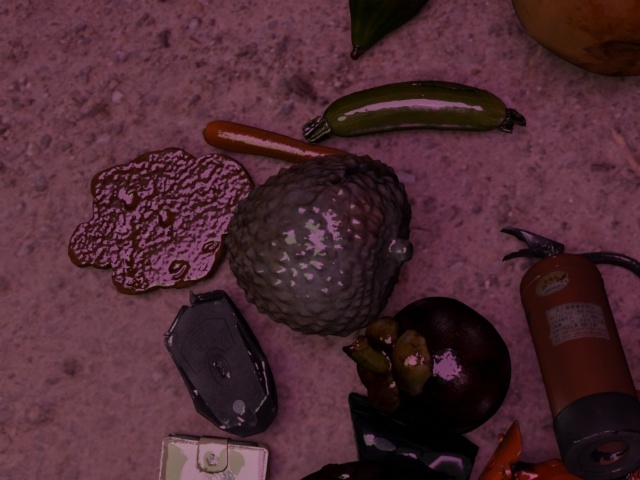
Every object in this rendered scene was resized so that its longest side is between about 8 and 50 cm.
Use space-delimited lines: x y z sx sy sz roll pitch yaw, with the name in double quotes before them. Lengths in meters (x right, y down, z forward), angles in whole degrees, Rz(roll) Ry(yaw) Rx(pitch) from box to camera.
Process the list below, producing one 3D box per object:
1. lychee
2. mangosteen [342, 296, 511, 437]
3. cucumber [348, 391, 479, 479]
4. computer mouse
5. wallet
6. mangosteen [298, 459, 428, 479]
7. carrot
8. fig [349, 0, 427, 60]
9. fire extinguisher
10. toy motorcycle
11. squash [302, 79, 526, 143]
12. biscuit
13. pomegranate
"lychee" 0.000 0.000 1.713 0.274 0.255 0.255 16 82 30
"mangosteen" 0.137 0.166 1.677 0.231 0.194 0.194 3 78 -30
"cucumber" 0.114 0.288 1.736 0.193 0.086 0.115 18 81 4
"computer mouse" -0.132 0.172 1.794 0.126 0.071 0.231 -39 67 14
"wallet" -0.150 0.329 1.781 0.155 0.039 0.110 5 84 9
"mangosteen" 0.049 0.433 1.621 0.297 0.297 0.313 7 116 9
"carrot" -0.054 -0.134 1.852 0.248 0.043 0.043 13 82 8
"fig" 0.085 -0.347 1.846 0.117 0.117 0.177 38 109 12
"fire extinguisher" 0.360 0.132 1.678 0.200 0.113 0.376 14 44 -23
"toy motorcycle" 0.341 0.329 1.670 0.326 0.148 0.221 -14 100 7
"squash" 0.132 -0.187 1.818 0.319 0.071 0.080 -3 60 4
"biscuit" -0.228 -0.026 1.854 0.290 0.041 0.208 -19 77 5
"pomegranate" 0.404 -0.391 1.693 0.338 0.338 0.338 -1 80 8
